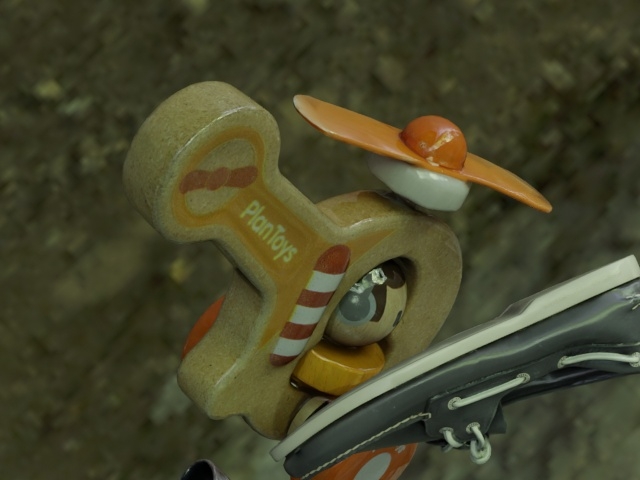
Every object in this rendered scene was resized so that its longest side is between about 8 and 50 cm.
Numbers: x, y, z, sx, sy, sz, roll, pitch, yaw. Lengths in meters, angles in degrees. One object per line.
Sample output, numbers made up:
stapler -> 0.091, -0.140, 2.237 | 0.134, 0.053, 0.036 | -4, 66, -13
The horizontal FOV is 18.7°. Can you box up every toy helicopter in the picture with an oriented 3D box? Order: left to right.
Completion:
toy helicopter -> 0.000, 0.000, 1.095 | 0.235, 0.140, 0.355 | -46, 150, -2

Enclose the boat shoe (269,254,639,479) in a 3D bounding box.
boat shoe -> 0.076, 0.078, 0.960 | 0.206, 0.065, 0.075 | -26, 178, -3

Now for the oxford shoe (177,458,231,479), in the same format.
oxford shoe -> -0.123, 0.244, 1.250 | 0.097, 0.098, 0.271 | -11, -158, 29
